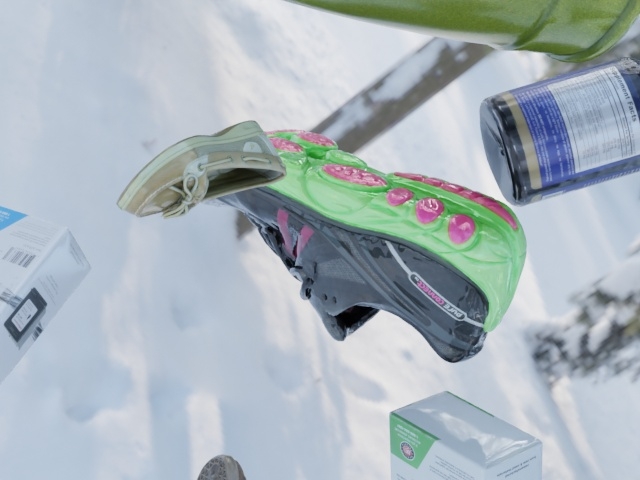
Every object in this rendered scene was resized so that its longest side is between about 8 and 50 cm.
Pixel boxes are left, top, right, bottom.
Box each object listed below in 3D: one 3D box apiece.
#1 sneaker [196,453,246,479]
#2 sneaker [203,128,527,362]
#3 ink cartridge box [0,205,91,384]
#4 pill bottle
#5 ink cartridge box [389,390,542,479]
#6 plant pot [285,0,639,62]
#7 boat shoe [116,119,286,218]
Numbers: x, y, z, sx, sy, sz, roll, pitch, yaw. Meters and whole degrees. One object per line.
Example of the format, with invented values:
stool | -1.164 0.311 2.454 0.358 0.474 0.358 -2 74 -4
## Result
sneaker | -0.075 0.289 1.080 0.071 0.066 0.188 14 68 -41
sneaker | 0.000 0.000 1.339 0.185 0.202 0.482 -10 25 -43
ink cartridge box | -0.301 0.059 1.060 0.180 0.104 0.060 -56 147 -29
pill bottle | 0.287 -0.121 1.260 0.123 0.219 0.123 164 -90 -88
ink cartridge box | 0.151 0.287 1.263 0.087 0.208 0.153 -17 25 -33
plant pot | 0.059 -0.334 1.010 0.353 0.366 0.366 -2 44 -14
boat shoe | -0.084 -0.045 0.882 0.048 0.056 0.153 50 37 10
